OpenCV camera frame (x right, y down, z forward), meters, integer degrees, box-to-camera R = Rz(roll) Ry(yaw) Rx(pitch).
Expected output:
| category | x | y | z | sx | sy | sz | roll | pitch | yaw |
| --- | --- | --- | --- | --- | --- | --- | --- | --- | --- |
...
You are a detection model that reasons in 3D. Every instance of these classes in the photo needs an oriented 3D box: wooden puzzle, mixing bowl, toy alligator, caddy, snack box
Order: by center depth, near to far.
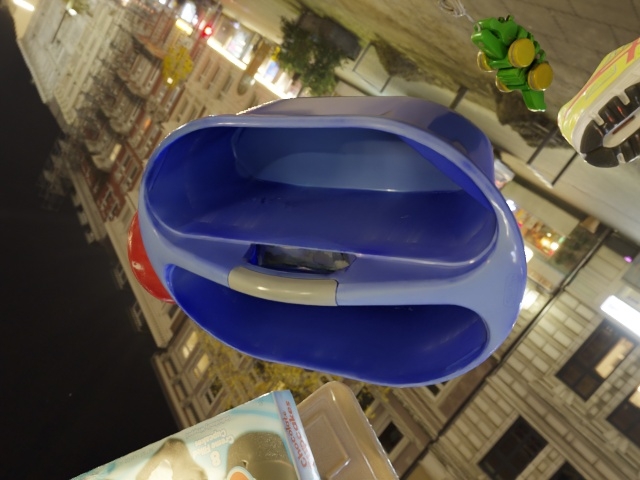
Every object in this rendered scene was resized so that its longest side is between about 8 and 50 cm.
| category | x | y | z | sx | sy | sz | roll | pitch | yaw |
| --- | --- | --- | --- | --- | --- | --- | --- | --- | --- |
| caddy | 0.000 | 0.000 | 0.432 | 0.341 | 0.241 | 0.179 | 5 | -150 | 22 |
| toy alligator | 0.200 | -0.213 | 0.522 | 0.190 | 0.051 | 0.056 | 33 | 176 | -30 |
| snack box | -0.153 | 0.332 | 0.596 | 0.187 | 0.322 | 0.060 | 68 | -167 | 21 |
| mixing bowl | -0.153 | 0.010 | 0.655 | 0.181 | 0.181 | 0.098 | 20 | 175 | -41 |
| wooden puzzle | -0.036 | 0.471 | 0.869 | 0.322 | 0.348 | 0.080 | 63 | 159 | -9 |

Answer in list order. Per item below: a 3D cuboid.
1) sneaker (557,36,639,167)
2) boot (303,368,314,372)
| category | x | y | z | sx | sy | sz | roll | pitch | yaw |
| --- | --- | --- | --- | --- | --- | --- | --- | --- | --- |
| sneaker | 0.299 | -0.160 | 0.429 | 0.081 | 0.208 | 0.094 | 45 | -164 | -20 |
| boot | -0.013 | 0.180 | 0.902 | 0.114 | 0.106 | 0.037 | 34 | 157 | 52 |
